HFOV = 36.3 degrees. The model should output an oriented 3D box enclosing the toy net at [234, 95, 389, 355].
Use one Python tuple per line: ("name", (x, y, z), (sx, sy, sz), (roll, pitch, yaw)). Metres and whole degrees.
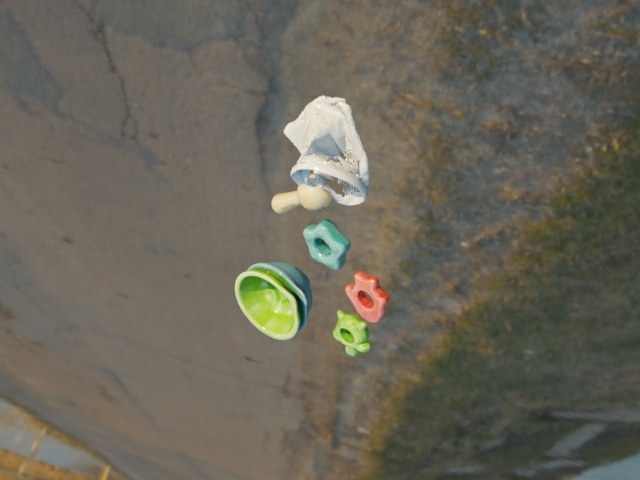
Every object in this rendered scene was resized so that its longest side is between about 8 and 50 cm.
("toy net", (0.000, 0.000, 0.747), (0.122, 0.045, 0.232), (34, 139, 22))
